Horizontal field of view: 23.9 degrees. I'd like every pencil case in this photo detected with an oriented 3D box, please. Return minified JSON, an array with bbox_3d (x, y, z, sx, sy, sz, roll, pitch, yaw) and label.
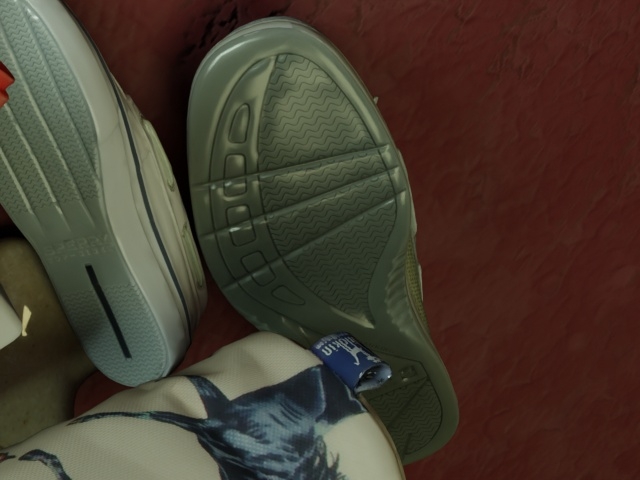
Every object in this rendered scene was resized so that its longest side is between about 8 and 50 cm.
[{"bbox_3d":[-0.137,0.173,0.670,0.410,0.184,0.159,-21,101,-34],"label":"pencil case"}]

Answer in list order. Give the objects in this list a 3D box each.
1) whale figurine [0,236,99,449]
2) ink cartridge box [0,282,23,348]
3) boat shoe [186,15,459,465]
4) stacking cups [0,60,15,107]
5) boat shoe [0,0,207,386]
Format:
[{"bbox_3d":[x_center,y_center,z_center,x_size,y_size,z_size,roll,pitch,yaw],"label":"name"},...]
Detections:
[{"bbox_3d":[-0.211,0.130,0.815,0.216,0.141,0.272,34,76,-38],"label":"whale figurine"},{"bbox_3d":[-0.301,-0.021,0.614,0.223,0.129,0.307,-35,135,-6],"label":"ink cartridge box"},{"bbox_3d":[0.003,0.000,0.875,0.118,0.103,0.320,-20,129,5],"label":"boat shoe"},{"bbox_3d":[-0.238,0.036,0.547,0.316,0.096,0.096,-42,136,-2],"label":"stacking cups"},{"bbox_3d":[-0.118,-0.035,0.774,0.076,0.083,0.226,-57,139,-53],"label":"boat shoe"}]
